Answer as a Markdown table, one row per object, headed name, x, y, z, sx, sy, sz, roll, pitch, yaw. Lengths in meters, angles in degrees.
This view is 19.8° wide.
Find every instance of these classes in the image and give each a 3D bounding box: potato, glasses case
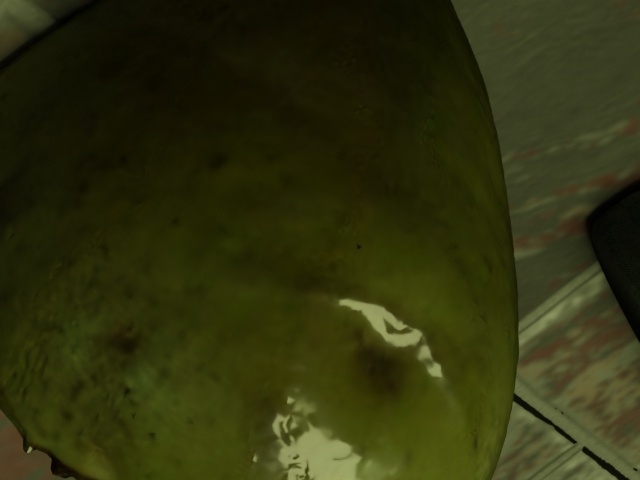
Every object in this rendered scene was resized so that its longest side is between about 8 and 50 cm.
| name | x | y | z | sx | sy | sz | roll | pitch | yaw |
| --- | --- | --- | --- | --- | --- | --- | --- | --- | --- |
| potato | 0.000 | 0.000 | 0.920 | 0.330 | 0.280 | 0.212 | 1 | 136 | -34 |
| glasses case | 0.287 | 0.085 | 1.347 | 0.074 | 0.131 | 0.323 | -36 | 144 | 2 |
